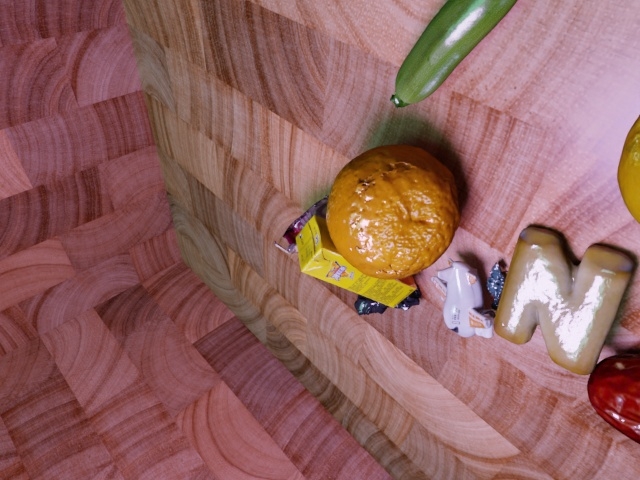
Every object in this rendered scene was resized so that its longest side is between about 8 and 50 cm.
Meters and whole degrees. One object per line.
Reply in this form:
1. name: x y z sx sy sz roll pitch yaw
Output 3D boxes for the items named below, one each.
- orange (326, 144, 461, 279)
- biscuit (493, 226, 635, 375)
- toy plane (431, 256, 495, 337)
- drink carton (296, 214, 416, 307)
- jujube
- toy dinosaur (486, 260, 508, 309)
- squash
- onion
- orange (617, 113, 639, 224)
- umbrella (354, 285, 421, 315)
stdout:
1. orange: 0.176 -0.073 1.098 0.293 0.341 0.340 -135 23 -71
2. biscuit: 0.526 0.132 0.965 0.237 0.062 0.290 27 116 42
3. toy plane: 0.379 0.162 1.164 0.245 0.118 0.244 161 90 -78
4. drink carton: 0.105 0.067 1.264 0.111 0.351 0.154 -49 32 28
5. jujube: 0.706 0.333 0.837 0.318 0.223 0.223 4 120 63
6. toy dinosaur: 0.461 0.118 1.122 0.049 0.055 0.154 18 128 41
7. squash: 0.260 -0.409 0.898 0.107 0.107 0.395 55 148 4
8. onion: 0.024 -0.012 1.448 0.230 0.272 0.256 42 177 0
9. orange: 0.572 -0.112 0.592 0.235 0.279 0.279 23 146 -7
10. umbrella: 0.218 0.199 1.461 0.110 0.122 0.272 42 143 -16
